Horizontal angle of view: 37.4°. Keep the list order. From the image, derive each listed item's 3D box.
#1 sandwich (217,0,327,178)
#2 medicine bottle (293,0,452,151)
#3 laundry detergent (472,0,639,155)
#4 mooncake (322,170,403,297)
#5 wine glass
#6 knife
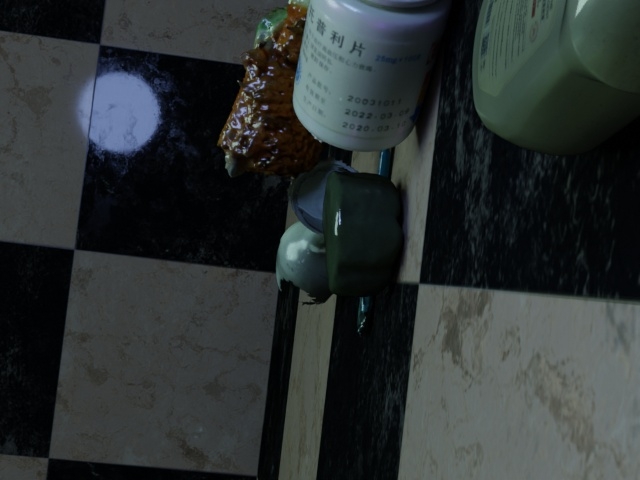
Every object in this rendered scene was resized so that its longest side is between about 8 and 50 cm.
[{"bbox_3d":[-0.059,-0.219,1.453,0.301,0.162,0.250,-54,-44,-22],"label":"sandwich"},{"bbox_3d":[0.067,-0.263,1.145,0.293,0.170,0.170,105,169,-45],"label":"medicine bottle"},{"bbox_3d":[0.166,-0.150,0.543,0.253,0.091,0.181,143,139,-81],"label":"laundry detergent"},{"bbox_3d":[0.053,-0.009,1.289,0.168,0.104,0.175,139,135,-75],"label":"mooncake"},{"bbox_3d":[0.000,0.000,1.586,0.321,0.143,0.143,104,170,-61],"label":"wine glass"},{"bbox_3d":[0.077,0.000,1.398,0.044,0.026,0.297,-27,-57,-84],"label":"knife"}]
